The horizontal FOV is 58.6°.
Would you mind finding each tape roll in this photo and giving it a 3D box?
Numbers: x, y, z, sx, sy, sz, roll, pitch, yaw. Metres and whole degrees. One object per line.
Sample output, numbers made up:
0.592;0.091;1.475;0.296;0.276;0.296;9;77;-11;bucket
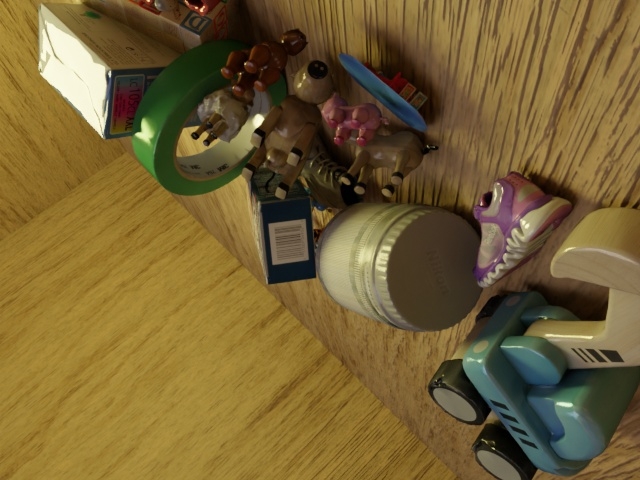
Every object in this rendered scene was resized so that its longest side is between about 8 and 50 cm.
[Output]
-0.210;-0.234;1.127;0.077;0.321;0.321;45;164;21;tape roll

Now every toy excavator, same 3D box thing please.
0.366;0.169;0.832;0.432;0.222;0.445;53;150;-12;toy excavator

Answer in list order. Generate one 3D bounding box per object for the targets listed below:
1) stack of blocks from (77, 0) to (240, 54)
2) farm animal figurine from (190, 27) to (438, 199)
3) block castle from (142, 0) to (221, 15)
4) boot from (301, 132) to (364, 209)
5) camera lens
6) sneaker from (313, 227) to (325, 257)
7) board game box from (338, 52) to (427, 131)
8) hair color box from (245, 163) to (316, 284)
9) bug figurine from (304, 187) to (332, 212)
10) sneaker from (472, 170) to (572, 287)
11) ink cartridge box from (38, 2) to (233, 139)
-0.302;-0.479;1.076;0.297;0.171;0.087;28;161;6;stack of blocks
-0.013;-0.195;0.945;0.330;0.172;0.327;39;145;-14;farm animal figurine
-0.278;-0.551;0.784;0.303;0.213;0.453;32;156;45;block castle
0.010;-0.156;1.175;0.123;0.095;0.258;25;160;42;boot
0.133;0.041;1.037;0.219;0.219;0.274;55;163;-18;camera lens
0.000;0.000;1.432;0.215;0.084;0.083;5;143;-2;sneaker
0.101;-0.227;0.836;0.169;0.033;0.133;41;-175;0;board game box
-0.095;-0.056;1.230;0.347;0.105;0.173;-120;25;-67;hair color box
-0.053;-0.079;1.512;0.216;0.072;0.279;36;155;19;bug figurine
0.263;-0.017;0.819;0.104;0.095;0.236;50;160;21;sneaker
-0.324;-0.360;1.178;0.270;0.396;0.151;43;132;25;ink cartridge box
